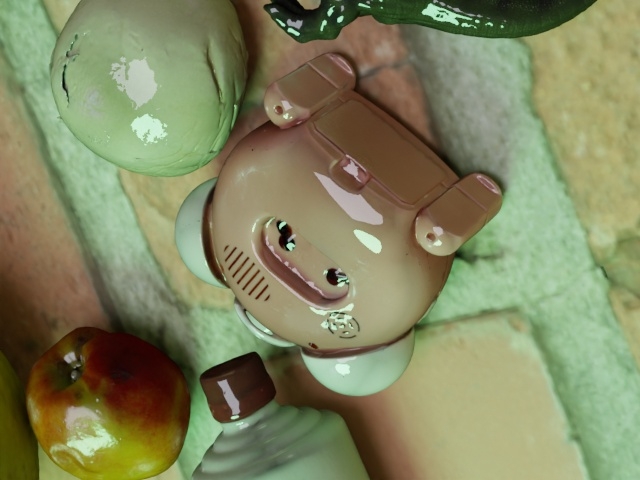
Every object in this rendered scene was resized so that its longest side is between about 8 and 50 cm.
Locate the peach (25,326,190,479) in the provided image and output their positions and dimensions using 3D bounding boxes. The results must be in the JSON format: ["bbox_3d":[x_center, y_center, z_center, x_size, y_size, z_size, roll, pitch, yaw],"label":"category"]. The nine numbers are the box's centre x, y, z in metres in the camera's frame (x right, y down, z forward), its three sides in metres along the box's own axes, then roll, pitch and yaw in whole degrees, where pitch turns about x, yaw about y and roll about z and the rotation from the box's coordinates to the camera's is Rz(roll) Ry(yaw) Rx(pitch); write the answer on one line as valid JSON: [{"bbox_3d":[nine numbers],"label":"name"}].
[{"bbox_3d":[-0.133,0.108,1.188,0.101,0.101,0.100,11,115,25],"label":"peach"}]

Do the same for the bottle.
[{"bbox_3d":[-0.008,0.184,1.144,0.104,0.104,0.245,-18,101,33],"label":"bottle"}]

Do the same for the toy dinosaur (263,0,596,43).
[{"bbox_3d":[0.049,-0.178,0.969,0.179,0.087,0.187,-22,100,35],"label":"toy dinosaur"}]

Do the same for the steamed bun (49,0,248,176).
[{"bbox_3d":[-0.101,-0.093,1.081,0.112,0.091,0.130,37,124,15],"label":"steamed bun"}]

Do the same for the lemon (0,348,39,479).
[{"bbox_3d":[-0.318,0.141,1.197,0.293,0.293,0.293,11,115,25],"label":"lemon"}]

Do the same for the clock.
[{"bbox_3d":[0.000,0.000,1.070,0.166,0.093,0.162,39,127,8],"label":"clock"}]
